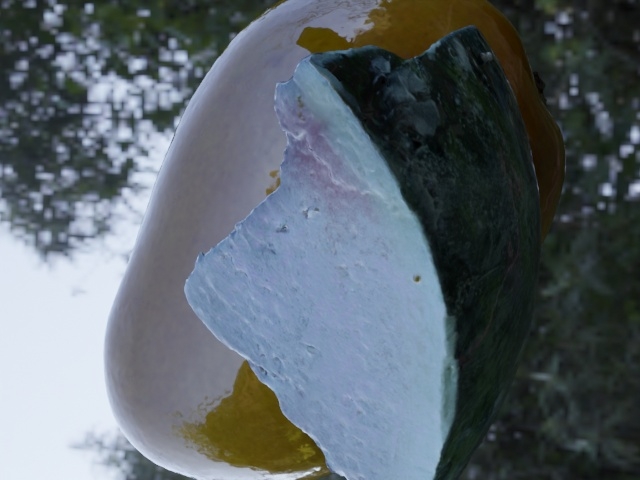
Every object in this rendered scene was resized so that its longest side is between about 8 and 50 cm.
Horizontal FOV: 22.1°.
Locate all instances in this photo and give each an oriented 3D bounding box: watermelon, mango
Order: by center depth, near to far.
[{"bbox_3d":[0.025,-0.017,0.959,0.289,0.213,0.320,-72,-29,-47],"label":"watermelon"},{"bbox_3d":[0.000,0.000,1.271,0.446,0.300,0.232,-53,-9,6],"label":"mango"}]
